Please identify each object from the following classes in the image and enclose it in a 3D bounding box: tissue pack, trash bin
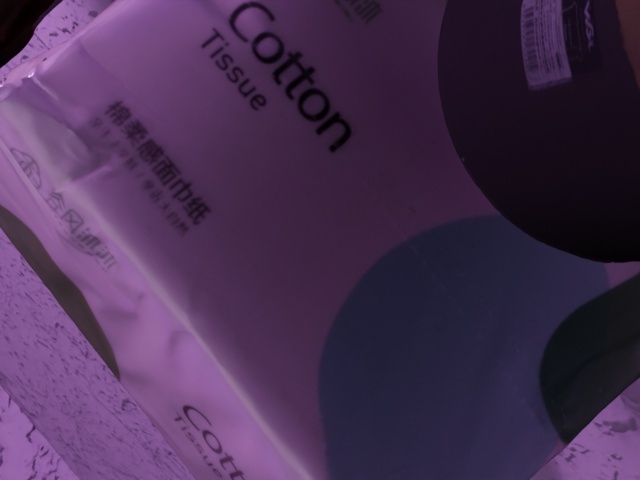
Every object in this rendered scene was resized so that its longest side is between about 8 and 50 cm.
[{"bbox_3d":[0.000,-0.001,1.106,0.356,0.266,0.194,52,158,-6],"label":"tissue pack"},{"bbox_3d":[0.184,-0.085,0.708,0.214,0.214,0.334,52,163,-5],"label":"trash bin"}]

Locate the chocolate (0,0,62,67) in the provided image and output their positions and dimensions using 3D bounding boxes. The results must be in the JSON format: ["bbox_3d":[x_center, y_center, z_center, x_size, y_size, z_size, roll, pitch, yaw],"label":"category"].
[{"bbox_3d":[-0.270,-0.255,1.331,0.284,0.186,0.283,35,160,15],"label":"chocolate"}]
